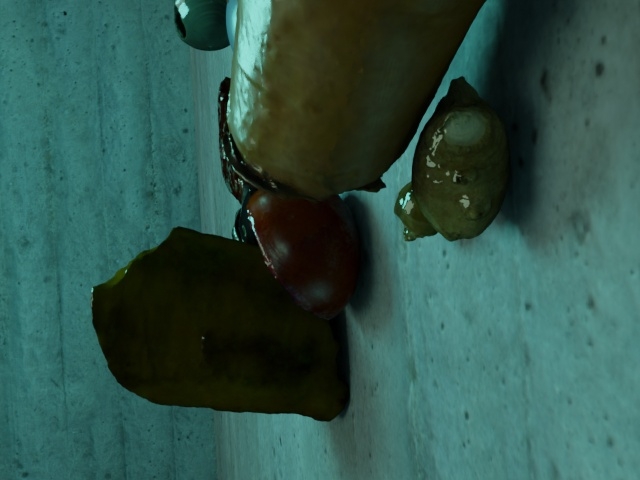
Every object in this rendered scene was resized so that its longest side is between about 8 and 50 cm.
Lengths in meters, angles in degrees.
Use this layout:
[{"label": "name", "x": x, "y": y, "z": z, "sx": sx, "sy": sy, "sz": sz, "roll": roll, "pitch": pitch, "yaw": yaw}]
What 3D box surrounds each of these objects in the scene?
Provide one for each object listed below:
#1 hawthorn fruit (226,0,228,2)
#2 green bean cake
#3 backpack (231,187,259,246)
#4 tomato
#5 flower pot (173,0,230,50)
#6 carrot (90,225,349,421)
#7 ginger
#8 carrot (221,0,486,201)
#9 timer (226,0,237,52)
[{"label": "hawthorn fruit", "x": -0.090, "y": -0.381, "z": 0.943, "sx": 0.128, "sy": 0.128, "sz": 0.128, "roll": 176, "pitch": 90, "yaw": -74}, {"label": "green bean cake", "x": -0.130, "y": -0.176, "z": 1.166, "sx": 0.232, "sy": 0.097, "sz": 0.198, "roll": -121, "pitch": 31, "yaw": -60}, {"label": "backpack", "x": -0.093, "y": -0.019, "z": 1.043, "sx": 0.165, "sy": 0.106, "sz": 0.120, "roll": 95, "pitch": 170, "yaw": -57}, {"label": "tomato", "x": 0.000, "y": 0.000, "z": 0.761, "sx": 0.173, "sy": 0.099, "sz": 0.189, "roll": 63, "pitch": -164, "yaw": 22}, {"label": "flower pot", "x": -0.243, "y": -0.520, "z": 1.371, "sx": 0.189, "sy": 0.157, "sz": 0.243, "roll": 102, "pitch": 161, "yaw": -59}, {"label": "carrot", "x": -0.132, "y": 0.119, "z": 0.890, "sx": 0.241, "sy": 0.341, "sz": 0.241, "roll": -167, "pitch": 90, "yaw": -80}, {"label": "ginger", "x": 0.093, "y": -0.034, "z": 0.461, "sx": 0.165, "sy": 0.067, "sz": 0.096, "roll": 99, "pitch": 166, "yaw": -60}, {"label": "carrot", "x": 0.035, "y": -0.160, "z": 0.404, "sx": 0.196, "sy": 0.196, "sz": 0.254, "roll": -110, "pitch": 23, "yaw": -45}, {"label": "timer", "x": -0.013, "y": -0.262, "z": 0.615, "sx": 0.175, "sy": 0.175, "sz": 0.255, "roll": -158, "pitch": 66, "yaw": -73}]
